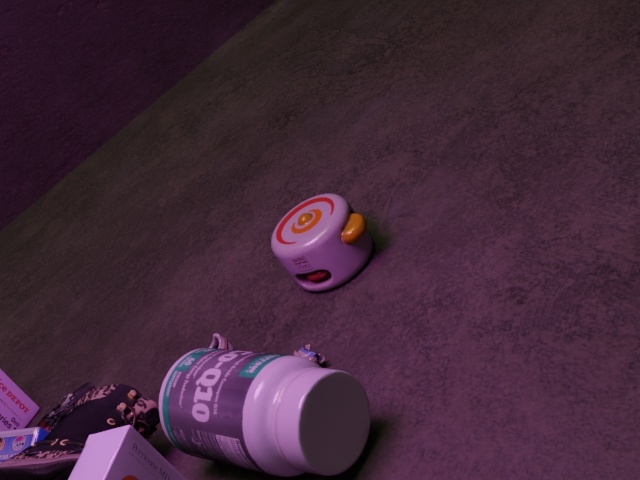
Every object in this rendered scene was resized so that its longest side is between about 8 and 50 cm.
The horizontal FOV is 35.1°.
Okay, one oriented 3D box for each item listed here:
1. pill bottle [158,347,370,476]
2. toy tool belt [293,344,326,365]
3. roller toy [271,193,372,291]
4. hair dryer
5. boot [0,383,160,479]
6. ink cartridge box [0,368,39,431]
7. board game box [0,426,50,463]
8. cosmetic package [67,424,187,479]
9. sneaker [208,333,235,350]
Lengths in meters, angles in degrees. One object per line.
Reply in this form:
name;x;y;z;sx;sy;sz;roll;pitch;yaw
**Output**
pill bottle;-0.100;0.296;1.757;0.361;0.204;0.204;-2;43;45
toy tool belt;-0.016;0.226;1.930;0.051;0.052;0.083;-54;33;-14
roller toy;0.000;0.000;2.147;0.191;0.146;0.209;-39;30;-4
hair dryer;-0.602;0.442;2.210;0.293;0.080;0.224;-48;8;-34
boot;-0.379;0.379;1.839;0.378;0.138;0.284;-9;19;27
ink cartridge box;-0.817;0.426;2.328;0.117;0.201;0.278;-4;41;43
board game box;-0.687;0.540;2.019;0.308;0.086;0.301;-10;54;25
cosmetic package;-0.234;0.491;1.430;0.097;0.377;0.284;-20;33;30
sneaker;-0.242;0.275;2.062;0.070;0.084;0.185;-5;41;43
